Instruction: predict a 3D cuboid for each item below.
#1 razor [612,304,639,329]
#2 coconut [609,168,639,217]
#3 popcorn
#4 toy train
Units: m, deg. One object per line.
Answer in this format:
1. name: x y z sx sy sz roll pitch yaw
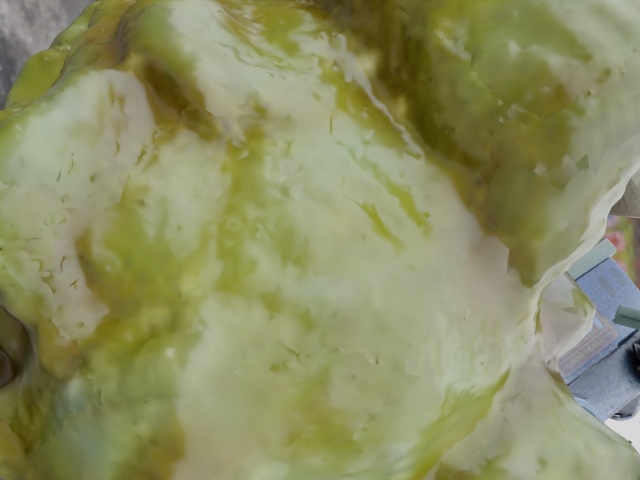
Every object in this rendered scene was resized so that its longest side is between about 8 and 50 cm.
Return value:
1. razor: 0.352 0.089 0.871 0.036 0.211 0.084 -25 120 -52
2. coconut: 0.298 -0.126 0.957 0.234 0.224 0.224 -36 116 -68
3. popcorn: -0.003 -0.011 0.436 0.326 0.290 0.321 -37 -140 51
4. toy train: 0.277 0.135 1.155 0.202 0.300 0.131 54 -36 13
